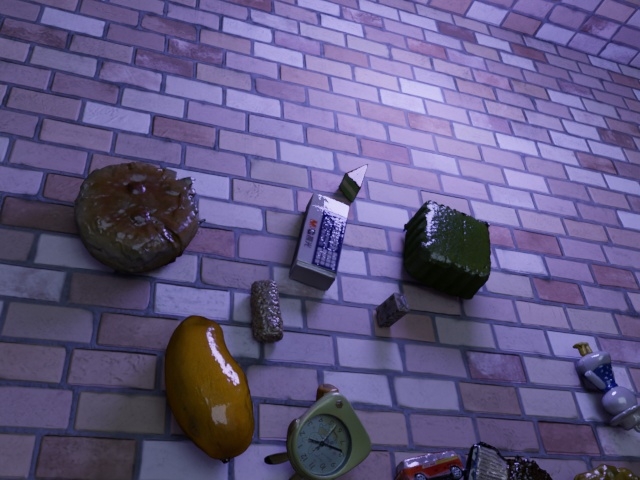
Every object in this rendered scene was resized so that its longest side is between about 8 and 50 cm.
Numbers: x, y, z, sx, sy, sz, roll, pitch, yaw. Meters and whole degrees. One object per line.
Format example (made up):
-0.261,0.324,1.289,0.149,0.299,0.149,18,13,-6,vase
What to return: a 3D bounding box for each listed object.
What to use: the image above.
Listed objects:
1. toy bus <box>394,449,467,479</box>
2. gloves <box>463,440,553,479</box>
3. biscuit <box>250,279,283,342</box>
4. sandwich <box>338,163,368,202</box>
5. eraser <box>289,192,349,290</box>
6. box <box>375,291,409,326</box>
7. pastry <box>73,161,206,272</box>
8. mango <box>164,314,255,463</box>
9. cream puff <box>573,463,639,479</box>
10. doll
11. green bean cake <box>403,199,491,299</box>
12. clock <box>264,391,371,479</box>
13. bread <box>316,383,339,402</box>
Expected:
0.257,0.555,1.481,0.174,0.079,0.077,-1,47,-24,toy bus
0.482,0.624,1.487,0.312,0.135,0.210,22,42,-11,gloves
-0.137,0.181,1.595,0.082,0.070,0.169,1,56,-13,biscuit
0.127,-0.184,1.992,0.116,0.074,0.074,-28,67,-38,sandwich
0.000,0.000,1.786,0.124,0.081,0.279,20,49,-8,eraser
0.199,0.192,1.715,0.045,0.098,0.062,9,49,-31,box
-0.471,-0.065,1.586,0.329,0.136,0.330,12,52,-15,pastry
-0.255,0.323,1.386,0.187,0.144,0.359,-2,49,-40,mango
0.751,0.684,1.531,0.281,0.185,0.282,12,48,-14,cream puff
0.847,0.429,1.824,0.138,0.119,0.293,5,46,-41,doll
0.383,0.031,1.885,0.246,0.156,0.250,20,49,-10,green bean cake
-0.009,0.466,1.405,0.232,0.069,0.170,-29,89,-25,clock
0.013,0.403,1.509,0.049,0.103,0.062,-6,13,-40,bread
